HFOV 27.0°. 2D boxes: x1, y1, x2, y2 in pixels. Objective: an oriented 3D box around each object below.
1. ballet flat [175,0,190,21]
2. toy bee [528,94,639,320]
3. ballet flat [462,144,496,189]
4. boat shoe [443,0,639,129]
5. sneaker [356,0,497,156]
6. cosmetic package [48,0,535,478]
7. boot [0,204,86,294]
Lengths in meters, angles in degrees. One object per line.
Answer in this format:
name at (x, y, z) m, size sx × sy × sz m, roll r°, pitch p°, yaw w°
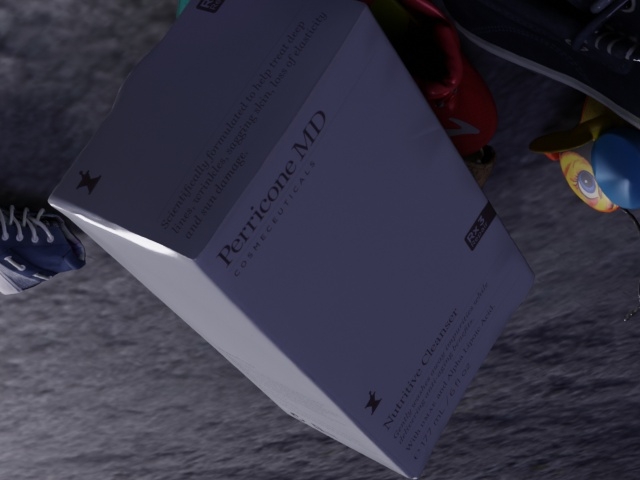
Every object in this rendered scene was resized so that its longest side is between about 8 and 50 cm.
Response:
ballet flat at (-0.090, -0.136, 1.055) m, size 0.073 × 0.080 × 0.232 m, roll -5°, pitch 150°, yaw -26°
toy bee at (0.254, -0.083, 1.160) m, size 0.195 × 0.162 × 0.298 m, roll -2°, pitch 119°, yaw -38°
ballet flat at (0.086, -0.099, 1.176) m, size 0.067 × 0.073 × 0.206 m, roll -50°, pitch 138°, yaw 12°
boat shoe at (0.214, -0.164, 0.779) m, size 0.187 × 0.500 × 0.156 m, roll -49°, pitch 124°, yaw -6°
sneaker at (0.069, -0.129, 1.026) m, size 0.279 × 0.118 × 0.107 m, roll 34°, pitch 86°, yaw -48°
cosmetic package at (0.000, 0.000, 1.011) m, size 0.156 × 0.217 × 0.385 m, roll 23°, pitch 165°, yaw 35°
boot at (-0.287, -0.014, 1.223) m, size 0.086 × 0.069 × 0.190 m, roll -19°, pitch 155°, yaw 4°
